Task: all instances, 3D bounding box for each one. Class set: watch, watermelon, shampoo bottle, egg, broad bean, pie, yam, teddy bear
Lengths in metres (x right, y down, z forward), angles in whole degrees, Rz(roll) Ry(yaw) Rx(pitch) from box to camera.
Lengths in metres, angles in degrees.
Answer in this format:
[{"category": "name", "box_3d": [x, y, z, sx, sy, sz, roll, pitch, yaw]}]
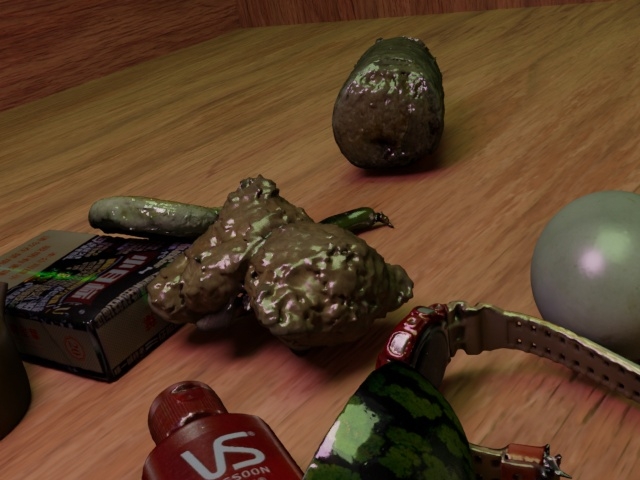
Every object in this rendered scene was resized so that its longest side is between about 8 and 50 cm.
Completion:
[{"category": "watch", "box_3d": [0.172, 0.137, 0.603, 0.268, 0.102, 0.165, 23, 48, 38]}, {"category": "watermelon", "box_3d": [0.037, 0.162, 0.548, 0.135, 0.125, 0.094, -13, -23, -27]}, {"category": "shampoo bottle", "box_3d": [-0.059, 0.206, 0.553, 0.118, 0.076, 0.314, -19, 25, -19]}, {"category": "egg", "box_3d": [0.275, 0.030, 0.696, 0.149, 0.149, 0.192, -4, 24, 17]}, {"category": "broad bean", "box_3d": [-0.002, -0.002, 1.030, 0.226, 0.039, 0.069, -24, 32, -26]}, {"category": "pie", "box_3d": [-0.199, -0.023, 1.021, 0.240, 0.054, 0.240, 6, -7, 1]}, {"category": "yam", "box_3d": [0.128, -0.244, 1.310, 0.195, 0.195, 0.300, -6, 24, 13]}, {"category": "teddy bear", "box_3d": [-0.031, 0.036, 0.818, 0.267, 0.156, 0.256, -15, 33, -33]}]

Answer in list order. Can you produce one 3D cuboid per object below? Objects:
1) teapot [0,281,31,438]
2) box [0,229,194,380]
[{"category": "teapot", "box_3d": [-0.430, 0.132, 0.769, 0.185, 0.175, 0.267, 3, 28, 35]}, {"category": "box", "box_3d": [-0.319, 0.071, 0.959, 0.310, 0.084, 0.198, 5, 28, 33]}]
